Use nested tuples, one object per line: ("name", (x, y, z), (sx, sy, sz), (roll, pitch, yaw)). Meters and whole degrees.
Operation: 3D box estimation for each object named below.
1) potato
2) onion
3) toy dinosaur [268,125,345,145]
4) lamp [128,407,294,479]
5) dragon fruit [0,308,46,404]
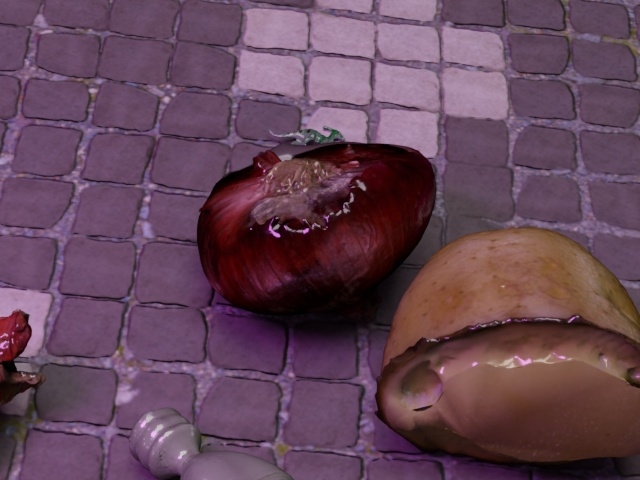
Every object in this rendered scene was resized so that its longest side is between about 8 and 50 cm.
("potato", (0.197, 0.092, 1.549), (0.286, 0.242, 0.242), (-7, 47, 13))
("onion", (0.000, 0.000, 1.644), (0.272, 0.195, 0.272), (-15, 18, 5))
("toy dinosaur", (-0.012, -0.125, 1.836), (0.083, 0.021, 0.062), (33, 46, 16))
("lamp", (-0.098, 0.229, 1.466), (0.106, 0.106, 0.193), (-31, 49, -29))
("dragon fruit", (-0.370, 0.103, 1.478), (0.212, 0.134, 0.262), (-6, 35, -14))
